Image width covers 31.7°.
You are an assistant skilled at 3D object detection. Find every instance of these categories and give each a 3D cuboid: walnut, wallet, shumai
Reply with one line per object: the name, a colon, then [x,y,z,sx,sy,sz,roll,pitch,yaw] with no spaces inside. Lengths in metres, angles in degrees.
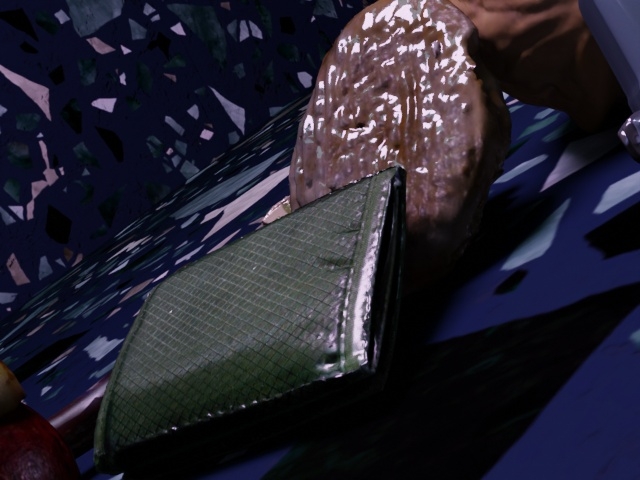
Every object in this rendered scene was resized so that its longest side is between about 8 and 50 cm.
walnut: [0.195,-0.188,0.801,0.225,0.225,0.261,-30,10,20]
wallet: [-0.041,0.056,0.705,0.236,0.055,0.160,-24,41,35]
shumai: [0.068,-0.054,0.783,0.162,0.209,0.153,-6,-13,27]

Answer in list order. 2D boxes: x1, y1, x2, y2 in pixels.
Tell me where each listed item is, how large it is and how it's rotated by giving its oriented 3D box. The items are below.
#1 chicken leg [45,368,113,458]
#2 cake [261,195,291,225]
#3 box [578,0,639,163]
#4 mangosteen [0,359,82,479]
chicken leg: [-0.275,0.204,0.774,0.407,0.095,0.158,-38,15,-33]
cake: [0.000,0.000,1.036,0.051,0.055,0.140,-36,28,-17]
box: [0.246,-0.134,0.589,0.227,0.130,0.162,-33,-5,12]
mangosteen: [-0.227,0.137,0.633,0.200,0.199,0.200,-33,10,7]
